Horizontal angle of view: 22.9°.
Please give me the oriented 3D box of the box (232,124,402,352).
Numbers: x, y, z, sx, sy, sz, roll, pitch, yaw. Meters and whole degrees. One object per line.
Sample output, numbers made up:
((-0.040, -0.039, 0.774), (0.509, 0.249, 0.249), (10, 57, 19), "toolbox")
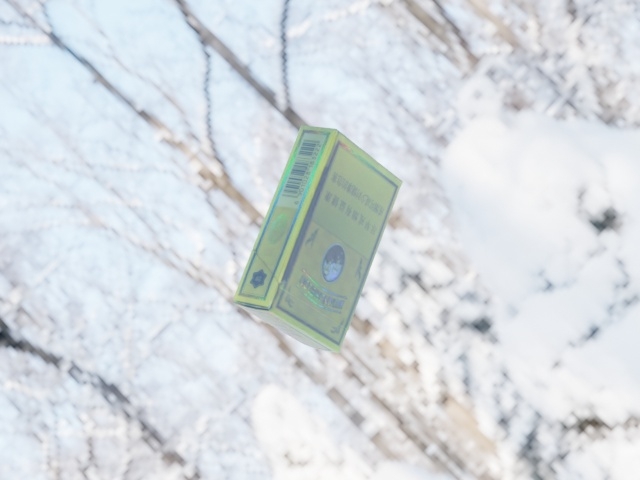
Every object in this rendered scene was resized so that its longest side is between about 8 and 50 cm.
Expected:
((0.000, 0.000, 1.774), (0.141, 0.064, 0.220), (36, -108, -47), "box")
